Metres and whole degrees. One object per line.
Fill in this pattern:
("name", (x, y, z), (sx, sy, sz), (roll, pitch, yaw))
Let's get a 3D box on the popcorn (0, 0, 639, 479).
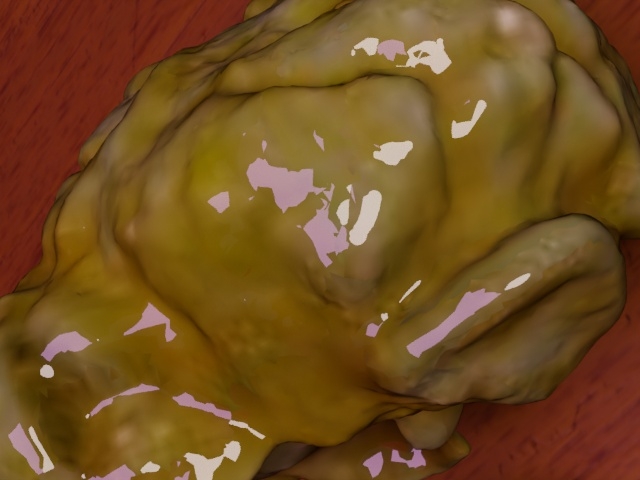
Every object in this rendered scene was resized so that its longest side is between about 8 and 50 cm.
("popcorn", (-0.007, -0.010, 0.695), (0.334, 0.292, 0.293), (-49, 60, 24))
